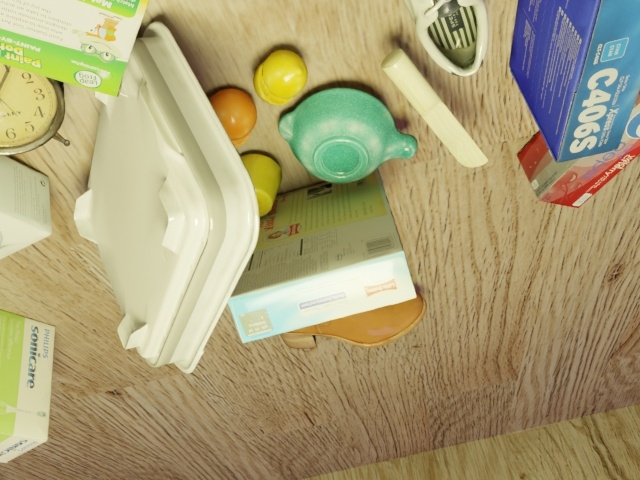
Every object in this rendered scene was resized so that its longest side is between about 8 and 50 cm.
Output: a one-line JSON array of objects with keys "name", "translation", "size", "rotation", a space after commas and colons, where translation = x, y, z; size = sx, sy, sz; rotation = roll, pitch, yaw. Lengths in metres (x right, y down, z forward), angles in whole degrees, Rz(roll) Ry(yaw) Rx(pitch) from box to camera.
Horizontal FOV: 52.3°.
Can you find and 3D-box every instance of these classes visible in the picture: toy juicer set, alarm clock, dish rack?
[{"name": "toy juicer set", "translation": [0.015, -0.150, 0.777], "size": [0.329, 0.089, 0.209], "rotation": [-12, 134, 15]}, {"name": "alarm clock", "translation": [-0.331, -0.167, 0.654], "size": [0.130, 0.064, 0.192], "rotation": [-11, 141, -13]}, {"name": "dish rack", "translation": [-0.189, -0.029, 0.700], "size": [0.072, 0.285, 0.332], "rotation": [-11, 150, -34]}]

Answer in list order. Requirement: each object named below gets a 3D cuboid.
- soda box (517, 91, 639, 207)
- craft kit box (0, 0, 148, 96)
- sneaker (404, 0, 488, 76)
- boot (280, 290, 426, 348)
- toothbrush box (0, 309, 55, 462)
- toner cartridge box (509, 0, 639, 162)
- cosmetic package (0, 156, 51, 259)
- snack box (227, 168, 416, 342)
[{"name": "soda box", "translation": [0.383, -0.160, 0.855], "size": [0.084, 0.092, 0.263], "rotation": [8, 141, -26]}, {"name": "craft kit box", "translation": [-0.241, -0.225, 0.463], "size": [0.250, 0.060, 0.246], "rotation": [14, 148, -24]}, {"name": "sneaker", "translation": [0.113, -0.262, 0.627], "size": [0.094, 0.091, 0.258], "rotation": [-26, 143, 20]}, {"name": "boot", "translation": [0.043, 0.091, 1.125], "size": [0.284, 0.109, 0.220], "rotation": [-6, 142, 4]}, {"name": "toothbrush box", "translation": [-0.569, 0.205, 0.997], "size": [0.122, 0.206, 0.283], "rotation": [-32, 142, 26]}, {"name": "toner cartridge box", "translation": [0.259, -0.251, 0.625], "size": [0.075, 0.165, 0.347], "rotation": [-13, 146, 0]}, {"name": "cosmetic package", "translation": [-0.557, -0.018, 0.743], "size": [0.377, 0.097, 0.284], "rotation": [-23, 152, 17]}, {"name": "snack box", "translation": [0.000, 0.000, 0.796], "size": [0.187, 0.322, 0.060], "rotation": [-15, 111, 6]}]
